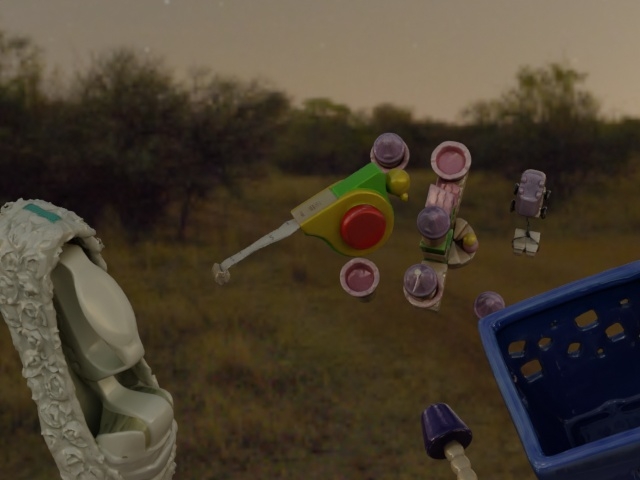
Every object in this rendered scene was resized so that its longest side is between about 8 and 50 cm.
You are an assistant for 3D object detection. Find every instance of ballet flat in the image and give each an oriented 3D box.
[{"bbox_3d":[-0.230,0.145,1.202,0.147,0.409,0.147,-16,25,8],"label":"ballet flat"}]

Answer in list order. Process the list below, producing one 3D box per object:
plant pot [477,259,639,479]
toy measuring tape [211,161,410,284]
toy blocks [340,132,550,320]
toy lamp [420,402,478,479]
[{"bbox_3d":[0.334,0.192,1.293,0.236,0.212,0.236,-20,42,6],"label":"plant pot"},{"bbox_3d":[0.000,0.000,1.736,0.330,0.121,0.121,-33,5,-1],"label":"toy measuring tape"},{"bbox_3d":[0.206,-0.024,1.871,0.308,0.289,0.260,12,-13,10],"label":"toy blocks"},{"bbox_3d":[0.219,0.361,1.703,0.080,0.080,0.275,-3,44,-20],"label":"toy lamp"}]
